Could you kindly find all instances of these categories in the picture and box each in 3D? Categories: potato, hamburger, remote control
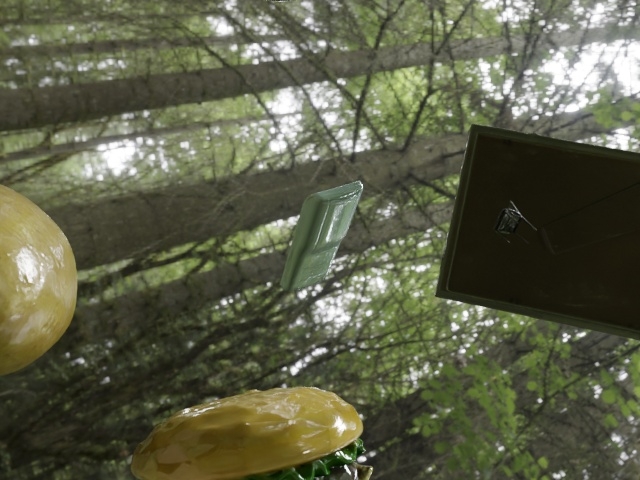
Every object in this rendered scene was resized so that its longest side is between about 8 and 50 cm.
[{"bbox_3d":[-0.310,0.042,0.599,0.204,0.178,0.158,66,-13,-15],"label":"potato"},{"bbox_3d":[-0.043,0.158,0.453,0.162,0.162,0.115,-19,-102,54],"label":"hamburger"},{"bbox_3d":[0.000,0.000,0.738,0.029,0.061,0.162,56,-32,29],"label":"remote control"}]

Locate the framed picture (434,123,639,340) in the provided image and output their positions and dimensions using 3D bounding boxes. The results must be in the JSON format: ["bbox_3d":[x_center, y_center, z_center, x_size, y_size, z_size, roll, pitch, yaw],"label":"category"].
[{"bbox_3d":[0.452,-0.011,1.218,0.445,0.028,0.326,12,-92,8],"label":"framed picture"}]

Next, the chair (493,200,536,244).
[{"bbox_3d":[0.259,-0.027,0.953,0.086,0.042,0.037,-112,-141,-61],"label":"chair"}]
